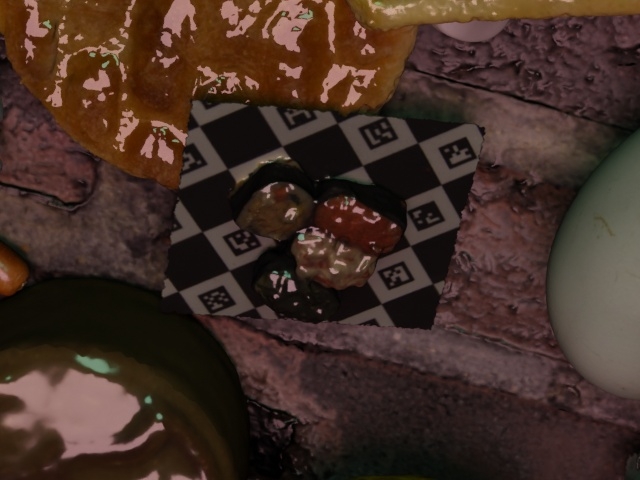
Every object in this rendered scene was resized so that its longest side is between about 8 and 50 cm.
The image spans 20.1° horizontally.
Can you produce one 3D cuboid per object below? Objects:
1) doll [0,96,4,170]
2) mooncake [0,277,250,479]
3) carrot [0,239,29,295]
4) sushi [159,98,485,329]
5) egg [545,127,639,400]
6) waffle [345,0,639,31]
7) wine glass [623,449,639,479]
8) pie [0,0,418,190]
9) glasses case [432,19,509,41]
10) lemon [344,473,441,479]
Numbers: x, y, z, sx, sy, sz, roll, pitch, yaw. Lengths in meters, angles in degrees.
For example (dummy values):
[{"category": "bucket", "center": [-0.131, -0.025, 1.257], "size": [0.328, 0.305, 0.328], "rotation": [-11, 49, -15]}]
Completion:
[{"category": "doll", "center": [-0.316, -0.128, 1.419], "size": [0.104, 0.062, 0.195], "rotation": [-38, 100, 16]}, {"category": "mooncake", "center": [-0.198, 0.186, 1.496], "size": [0.284, 0.155, 0.284], "rotation": [0, 113, 1]}, {"category": "carrot", "center": [-0.315, -0.023, 1.476], "size": [0.190, 0.037, 0.037], "rotation": [42, 109, -12]}, {"category": "sushi", "center": [0.000, 0.000, 1.411], "size": [0.231, 0.047, 0.220], "rotation": [4, 130, -10]}, {"category": "egg", "center": [0.281, 0.002, 1.378], "size": [0.183, 0.183, 0.264], "rotation": [30, 105, -10]}, {"category": "waffle", "center": [0.131, -0.230, 1.242], "size": [0.274, 0.057, 0.168], "rotation": [-2, 127, 14]}, {"category": "wine glass", "center": [0.351, 0.243, 1.515], "size": [0.111, 0.111, 0.204], "rotation": [-41, 106, 17]}, {"category": "pie", "center": [-0.087, -0.190, 1.374], "size": [0.339, 0.083, 0.339], "rotation": [0, 111, 0]}, {"category": "glasses case", "center": [0.132, -0.242, 1.342], "size": [0.074, 0.049, 0.193], "rotation": [7, 109, -34]}, {"category": "lemon", "center": [0.053, 0.356, 1.476], "size": [0.336, 0.336, 0.336], "rotation": [1, 113, 2]}]
